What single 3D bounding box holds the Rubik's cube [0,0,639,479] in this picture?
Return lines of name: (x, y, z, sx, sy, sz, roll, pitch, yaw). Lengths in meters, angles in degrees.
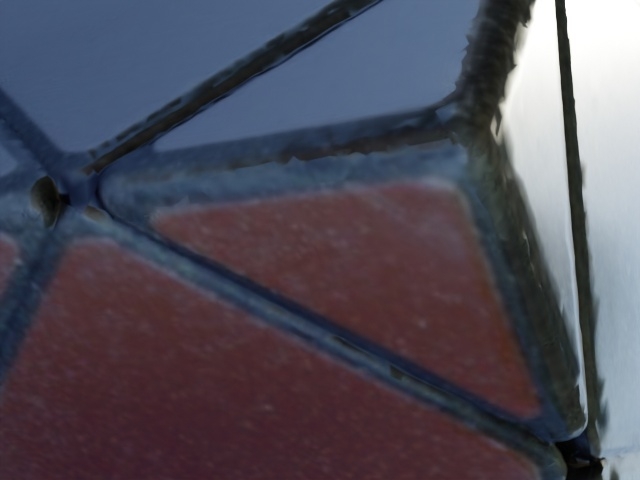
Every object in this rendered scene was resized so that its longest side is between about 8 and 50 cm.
Rubik's cube: (0.000, 0.000, 0.463, 0.205, 0.207, 0.205, 65, -149, -33)
